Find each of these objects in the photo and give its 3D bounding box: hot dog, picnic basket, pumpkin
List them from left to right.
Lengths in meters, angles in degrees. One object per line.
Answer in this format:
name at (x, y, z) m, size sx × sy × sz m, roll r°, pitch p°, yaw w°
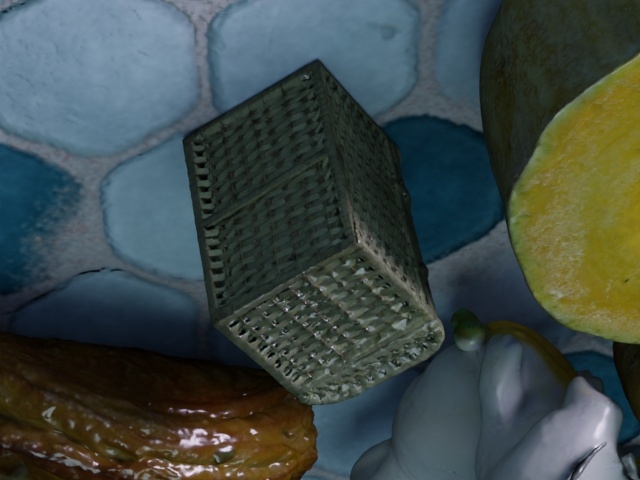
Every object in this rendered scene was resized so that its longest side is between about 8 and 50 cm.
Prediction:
hot dog at (-0.191, 0.182, 1.663) m, size 0.387 × 0.174 × 0.267 m, roll 9°, pitch 137°, yaw -21°
picnic basket at (0.000, 0.000, 1.484) m, size 0.134 × 0.196 × 0.154 m, roll -31°, pitch 133°, yaw 19°
pumpkin at (0.261, -0.104, 1.435) m, size 0.332 × 0.199 × 0.332 m, roll -12°, pitch 142°, yaw -9°

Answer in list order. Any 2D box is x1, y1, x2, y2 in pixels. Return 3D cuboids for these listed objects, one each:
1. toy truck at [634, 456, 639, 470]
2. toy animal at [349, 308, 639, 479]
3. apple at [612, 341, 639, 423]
toy truck at (0.343, 0.293, 1.936) m, size 0.098 × 0.114 × 0.227 m, roll -16°, pitch 143°, yaw 41°
toy animal at (0.158, 0.196, 1.689) m, size 0.182 × 0.310 × 0.247 m, roll 11°, pitch 96°, yaw -36°
apple at (0.393, 0.109, 1.625) m, size 0.250 × 0.277 × 0.309 m, roll -35°, pitch 168°, yaw 17°
